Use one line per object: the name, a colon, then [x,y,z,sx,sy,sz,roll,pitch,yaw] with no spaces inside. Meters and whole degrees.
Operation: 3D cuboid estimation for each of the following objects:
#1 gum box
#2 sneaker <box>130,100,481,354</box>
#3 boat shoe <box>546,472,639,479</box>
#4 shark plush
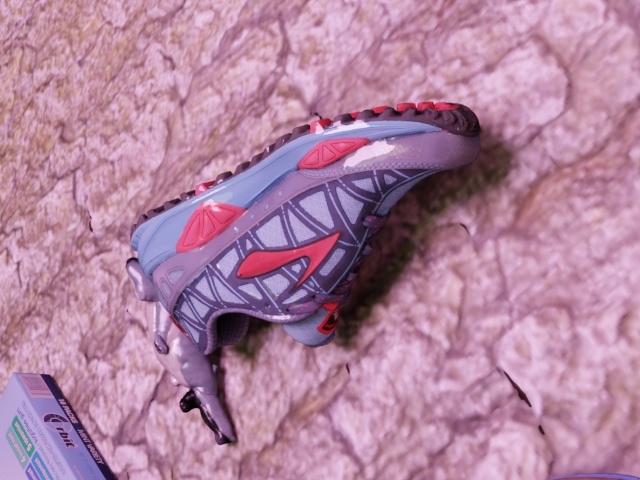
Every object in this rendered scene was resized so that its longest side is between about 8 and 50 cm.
gum box: [-0.251,0.232,0.774,0.157,0.041,0.184,42,109,39]
sneaker: [0.000,0.000,0.586,0.262,0.104,0.125,-24,86,36]
boat shoe: [0.143,0.139,0.407,0.183,0.066,0.066,-3,71,54]
shark plush: [-0.090,0.064,0.664,0.067,0.073,0.161,-18,59,5]
